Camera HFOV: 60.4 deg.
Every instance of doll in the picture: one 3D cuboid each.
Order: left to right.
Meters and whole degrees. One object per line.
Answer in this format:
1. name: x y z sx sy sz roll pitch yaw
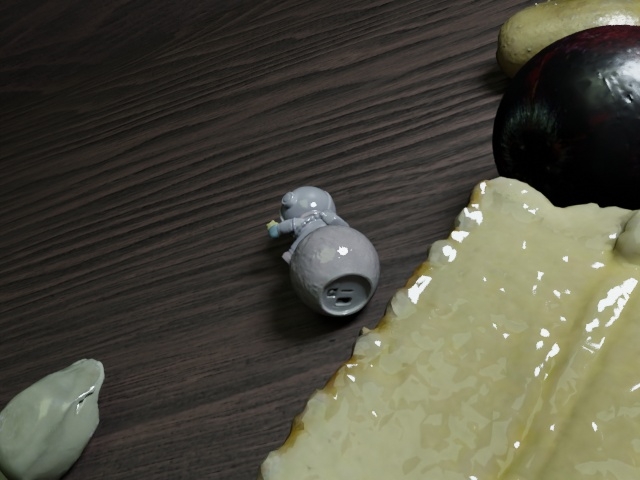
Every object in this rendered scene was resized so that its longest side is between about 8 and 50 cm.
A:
1. doll: 0.000 0.000 0.921 0.150 0.151 0.287 -27 38 1

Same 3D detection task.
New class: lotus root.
1. lotus root: 0.505 -0.384 1.030 0.342 0.152 0.169 2 49 33

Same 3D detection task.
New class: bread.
1. bread: 0.174 0.203 0.445 0.279 0.390 0.371 27 62 34

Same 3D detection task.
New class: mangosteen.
1. mangosteen: 0.400 -0.147 0.752 0.300 0.300 0.300 -15 42 14

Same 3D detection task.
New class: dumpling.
1. dumpling: -0.433 0.291 0.864 0.162 0.132 0.250 26 78 33
